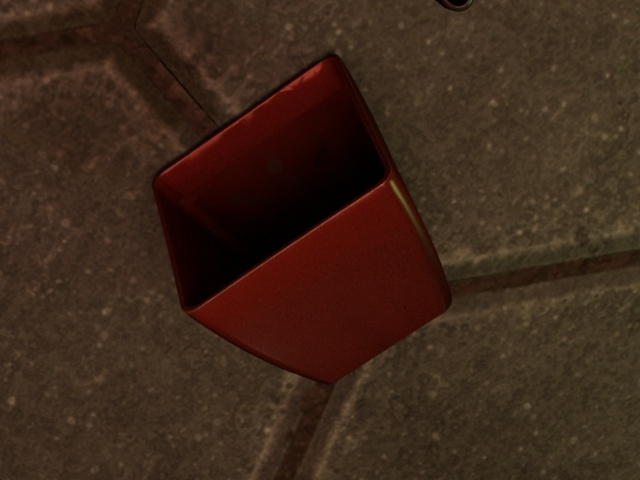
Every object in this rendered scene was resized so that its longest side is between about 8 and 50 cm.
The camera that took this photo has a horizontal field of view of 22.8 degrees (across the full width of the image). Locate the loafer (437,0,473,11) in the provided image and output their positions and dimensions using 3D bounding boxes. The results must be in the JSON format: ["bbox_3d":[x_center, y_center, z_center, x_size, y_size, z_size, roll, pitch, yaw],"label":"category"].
[{"bbox_3d":[0.106,-0.384,1.696,0.109,0.095,0.302,-22,116,7],"label":"loafer"}]

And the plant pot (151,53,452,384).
[{"bbox_3d":[0.000,0.000,1.798,0.267,0.267,0.236,-34,127,11],"label":"plant pot"}]
